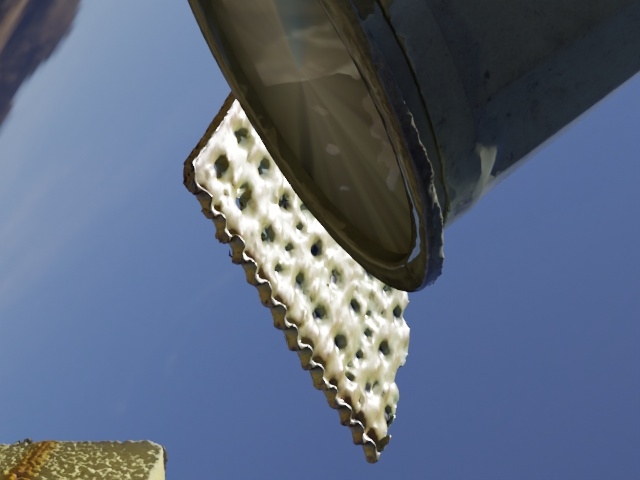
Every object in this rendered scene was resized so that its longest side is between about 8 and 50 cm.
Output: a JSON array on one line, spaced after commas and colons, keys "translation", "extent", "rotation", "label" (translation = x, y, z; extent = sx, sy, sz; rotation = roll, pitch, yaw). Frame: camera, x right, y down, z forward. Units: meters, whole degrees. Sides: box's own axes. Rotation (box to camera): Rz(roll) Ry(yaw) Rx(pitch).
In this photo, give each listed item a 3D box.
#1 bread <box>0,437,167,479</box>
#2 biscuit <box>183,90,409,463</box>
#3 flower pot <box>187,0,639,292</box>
[{"translation": [-0.247, 0.284, 1.249], "extent": [0.240, 0.178, 0.135], "rotation": [-4, -161, 14], "label": "bread"}, {"translation": [0.001, 0.000, 0.747], "extent": [0.016, 0.203, 0.144], "rotation": [-14, -145, 31], "label": "biscuit"}, {"translation": [0.063, -0.115, 0.598], "extent": [0.203, 0.212, 0.212], "rotation": [-31, -169, -16], "label": "flower pot"}]
